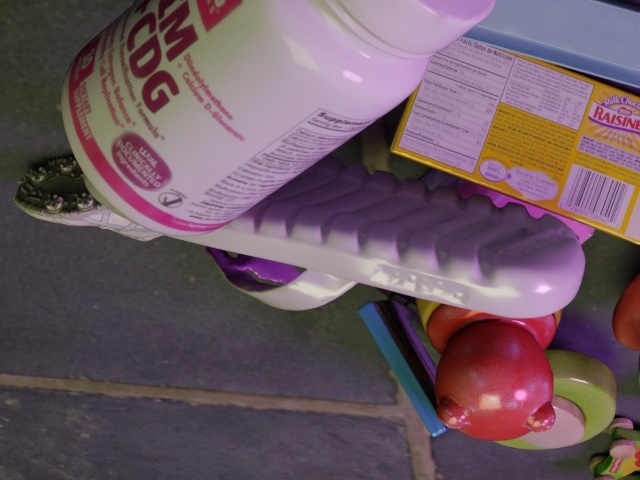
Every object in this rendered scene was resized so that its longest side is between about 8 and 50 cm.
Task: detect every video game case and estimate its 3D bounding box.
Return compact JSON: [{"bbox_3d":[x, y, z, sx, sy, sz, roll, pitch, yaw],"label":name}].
[{"bbox_3d":[0.078,0.103,1.384,0.015,0.166,0.119,-31,84,7],"label":"video game case"}]

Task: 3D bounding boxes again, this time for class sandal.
[{"bbox_3d":[-0.008,0.005,1.259,0.416,0.169,0.102,16,118,26],"label":"sandal"}]

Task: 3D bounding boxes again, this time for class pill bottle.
[{"bbox_3d":[-0.030,-0.130,1.086,0.160,0.160,0.283,38,132,-22],"label":"pill bottle"}]

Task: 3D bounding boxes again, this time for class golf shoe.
[{"bbox_3d":[-0.175,-0.024,1.417,0.176,0.069,0.086,2,142,16],"label":"golf shoe"}]

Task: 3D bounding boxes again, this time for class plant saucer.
[{"bbox_3d":[0.197,-0.152,1.201,0.192,0.018,0.067,16,138,-3],"label":"plant saucer"}]

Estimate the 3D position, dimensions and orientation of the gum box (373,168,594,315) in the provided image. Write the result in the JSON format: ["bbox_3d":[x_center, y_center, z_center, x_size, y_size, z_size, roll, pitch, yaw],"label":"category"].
[{"bbox_3d":[0.127,-0.011,1.340,0.107,0.062,0.188,32,134,-18],"label":"gum box"}]

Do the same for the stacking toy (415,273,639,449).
[{"bbox_3d":[0.241,0.131,1.351,0.309,0.130,0.279,-5,143,8],"label":"stacking toy"}]

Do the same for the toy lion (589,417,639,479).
[{"bbox_3d":[0.308,0.203,1.537,0.096,0.034,0.100,10,138,-4],"label":"toy lion"}]

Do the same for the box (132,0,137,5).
[{"bbox_3d":[-0.061,-0.196,1.197,0.126,0.072,0.137,21,137,-6],"label":"box"}]

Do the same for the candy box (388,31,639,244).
[{"bbox_3d":[0.164,-0.079,1.238,0.206,0.105,0.027,21,177,-4],"label":"candy box"}]
